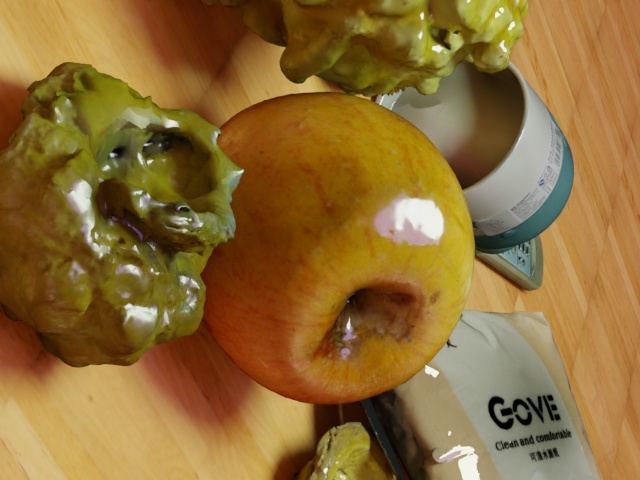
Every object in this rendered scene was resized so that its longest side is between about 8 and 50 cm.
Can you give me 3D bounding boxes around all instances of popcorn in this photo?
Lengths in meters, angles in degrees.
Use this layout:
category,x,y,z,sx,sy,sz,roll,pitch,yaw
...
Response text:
category,x,y,z,sx,sy,sz,roll,pitch,yaw
popcorn,0.065,-0.275,1.482,0.335,0.279,0.274,5,105,-53

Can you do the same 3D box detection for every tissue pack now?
category,x,y,z,sx,sy,sz,roll,pitch,yaw
tissue pack,0.199,0.256,1.840,0.375,0.195,0.390,3,62,-56

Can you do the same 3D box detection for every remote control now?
category,x,y,z,sx,sy,sz,roll,pitch,yaw
remote control,0.291,0.006,2.279,0.233,0.038,0.098,30,56,-56

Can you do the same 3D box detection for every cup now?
category,x,y,z,sx,sy,sz,roll,pitch,yaw
cup,0.197,-0.087,1.968,0.289,0.219,0.257,-60,144,-5

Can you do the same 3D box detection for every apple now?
category,x,y,z,sx,sy,sz,roll,pitch,yaw
apple,0.000,0.000,1.480,0.275,0.299,0.299,49,-2,46

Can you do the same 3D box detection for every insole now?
category,x,y,z,sx,sy,sz,roll,pitch,yaw
insole,0.047,0.173,1.701,0.232,0.003,0.080,66,7,25

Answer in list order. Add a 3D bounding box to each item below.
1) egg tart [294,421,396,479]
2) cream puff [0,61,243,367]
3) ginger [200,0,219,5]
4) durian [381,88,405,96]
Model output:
category,x,y,z,sx,sy,sz,roll,pitch,yaw
egg tart,0.022,0.310,1.635,0.212,0.090,0.212,31,55,-58
cream puff,-0.168,-0.025,1.261,0.282,0.185,0.282,14,74,-62
ginger,-0.130,-0.393,1.540,0.131,0.086,0.294,-11,88,-43
durian,0.070,-0.253,1.830,0.158,0.137,0.168,35,41,-29
